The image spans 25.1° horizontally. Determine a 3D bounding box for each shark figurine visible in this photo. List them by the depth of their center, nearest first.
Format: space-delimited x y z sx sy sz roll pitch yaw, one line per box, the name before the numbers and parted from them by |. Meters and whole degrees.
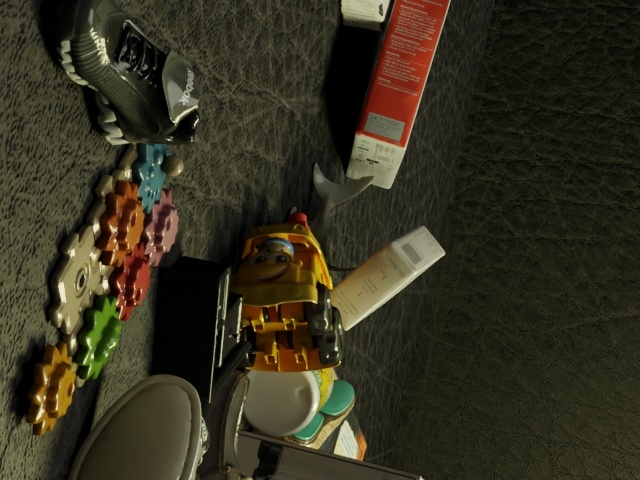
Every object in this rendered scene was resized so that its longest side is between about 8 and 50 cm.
shark figurine | 0.005 0.006 2.146 0.278 0.116 0.166 -52 153 -61

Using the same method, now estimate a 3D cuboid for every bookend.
bookend | -0.131 0.083 1.678 0.157 0.072 0.156 -52 151 -65

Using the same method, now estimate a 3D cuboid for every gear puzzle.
gear puzzle | -0.202 0.042 1.380 0.175 0.044 0.339 90 17 -45

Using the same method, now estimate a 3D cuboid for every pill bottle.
pill bottle | -0.044 0.206 2.078 0.208 0.118 0.117 -25 126 -79

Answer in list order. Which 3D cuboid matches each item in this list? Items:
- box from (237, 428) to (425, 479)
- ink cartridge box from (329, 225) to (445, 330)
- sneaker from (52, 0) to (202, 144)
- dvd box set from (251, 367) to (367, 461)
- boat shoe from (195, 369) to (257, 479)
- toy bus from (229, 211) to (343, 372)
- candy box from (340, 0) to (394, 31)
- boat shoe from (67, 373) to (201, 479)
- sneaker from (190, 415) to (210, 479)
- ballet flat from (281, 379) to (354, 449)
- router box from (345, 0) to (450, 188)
box | -0.014 0.373 1.980 0.087 0.290 0.169 54 51 -72
ink cartridge box | 0.052 0.088 2.176 0.261 0.066 0.296 -39 176 13
sneaker | -0.157 -0.148 1.253 0.234 0.106 0.078 74 29 -65
dvd box set | -0.045 0.404 2.252 0.307 0.062 0.420 68 33 -43
boat shoe | -0.127 0.336 1.803 0.132 0.130 0.355 20 82 -78
toy bus | -0.049 0.050 1.901 0.220 0.149 0.211 72 19 -62
candy box | 0.079 -0.436 2.147 0.196 0.070 0.164 79 26 -63
boat shoe | -0.205 0.294 1.459 0.096 0.117 0.324 81 28 -71
sneaker | -0.168 0.289 1.689 0.132 0.086 0.228 -33 132 -77
ballet flat | -0.011 0.278 2.187 0.206 0.073 0.067 -34 148 -58
router box | 0.128 -0.262 2.323 0.335 0.082 0.301 99 8 -81
